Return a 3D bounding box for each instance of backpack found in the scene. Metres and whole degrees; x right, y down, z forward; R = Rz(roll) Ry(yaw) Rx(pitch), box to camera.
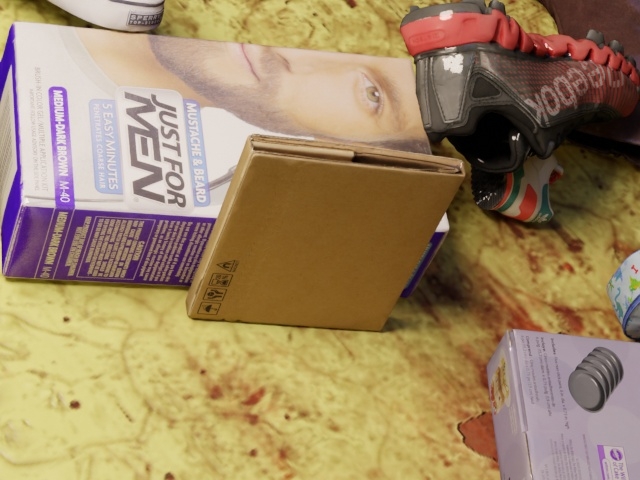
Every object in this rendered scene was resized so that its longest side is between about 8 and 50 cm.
[{"bbox_3d":[0.306,0.048,1.433,0.114,0.105,0.084,-1,55,-15],"label":"backpack"}]

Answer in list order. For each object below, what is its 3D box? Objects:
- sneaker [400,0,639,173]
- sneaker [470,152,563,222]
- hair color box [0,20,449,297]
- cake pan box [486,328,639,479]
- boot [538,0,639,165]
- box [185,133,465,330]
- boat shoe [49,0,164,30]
[{"bbox_3d":[0.174,-0.117,1.440,0.276,0.098,0.135,7,78,-45],"label":"sneaker"},{"bbox_3d":[0.177,-0.082,1.520,0.075,0.057,0.161,24,48,-24],"label":"sneaker"},{"bbox_3d":[-0.083,-0.062,1.370,0.339,0.110,0.185,4,54,-20],"label":"hair color box"},{"bbox_3d":[0.265,0.203,1.331,0.246,0.070,0.266,4,54,-15],"label":"cake pan box"},{"bbox_3d":[0.251,-0.185,1.594,0.248,0.090,0.206,19,59,6],"label":"boot"},{"bbox_3d":[0.000,0.000,1.293,0.165,0.201,0.021,5,50,-17],"label":"box"},{"bbox_3d":[-0.230,-0.256,1.413,0.267,0.088,0.096,31,29,35],"label":"boat shoe"}]
